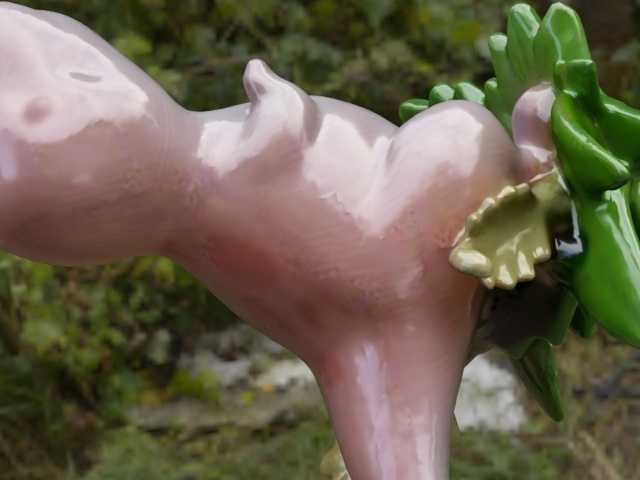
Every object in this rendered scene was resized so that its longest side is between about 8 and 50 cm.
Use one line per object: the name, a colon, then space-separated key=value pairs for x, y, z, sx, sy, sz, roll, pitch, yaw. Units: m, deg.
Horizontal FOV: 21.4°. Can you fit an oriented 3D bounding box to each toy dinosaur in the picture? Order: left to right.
toy dinosaur: x=0.004 y=0.000 z=0.486 sx=0.177 sy=0.194 sz=0.152 roll=-22 pitch=1 yaw=-28
